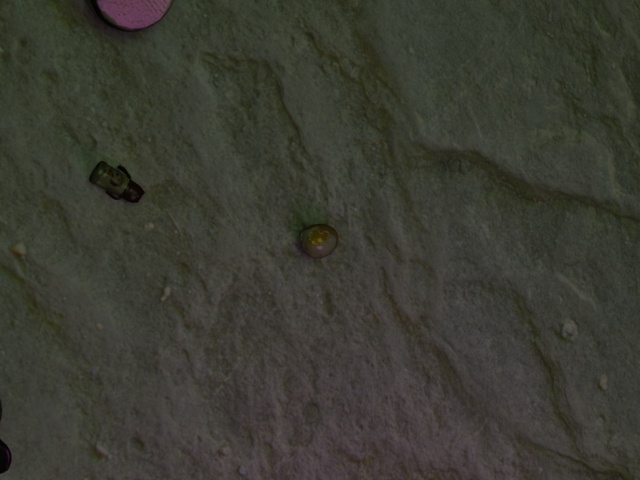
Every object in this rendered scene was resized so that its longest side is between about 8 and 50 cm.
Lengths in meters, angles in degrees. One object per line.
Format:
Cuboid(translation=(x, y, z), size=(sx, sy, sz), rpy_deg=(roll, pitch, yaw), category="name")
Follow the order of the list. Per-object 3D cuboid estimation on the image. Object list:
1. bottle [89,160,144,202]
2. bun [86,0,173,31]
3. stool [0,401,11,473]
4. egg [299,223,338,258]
Cuboid(translation=(-0.376, -0.107, 1.781), size=(0.101, 0.047, 0.063), rpy_deg=(31, 83, -21), category="bottle")
Cuboid(translation=(-0.359, -0.479, 1.777), size=(0.173, 0.120, 0.173), rpy_deg=(-13, 125, -19), category="bun")
Cuboid(translation=(-0.669, 0.251, 1.490), size=(0.310, 0.226, 0.310), rpy_deg=(-23, 108, -22), category="stool")
Cuboid(translation=(0.000, 0.000, 1.936), size=(0.083, 0.071, 0.071), rpy_deg=(-20, 94, -31), category="egg")
